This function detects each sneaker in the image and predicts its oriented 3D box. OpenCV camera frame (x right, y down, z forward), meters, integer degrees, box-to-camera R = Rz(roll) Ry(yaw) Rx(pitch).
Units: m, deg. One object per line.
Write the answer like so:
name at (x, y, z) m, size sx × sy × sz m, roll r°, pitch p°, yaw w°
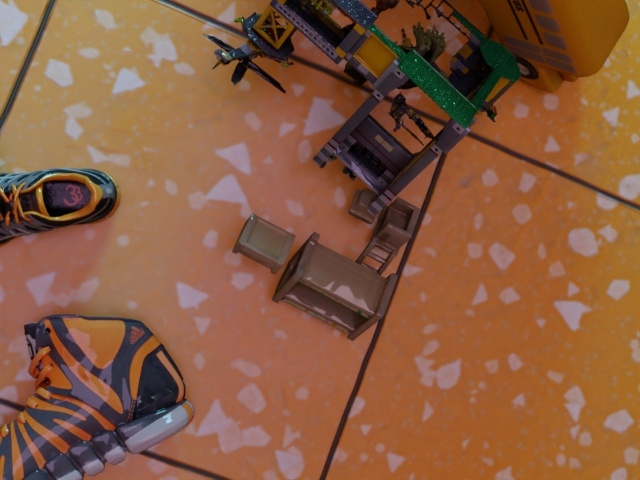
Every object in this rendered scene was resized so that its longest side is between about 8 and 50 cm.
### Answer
sneaker at (-0.331, -0.041, 1.038) m, size 0.214 × 0.083 × 0.084 m, roll -14°, pitch 93°, yaw -9°
sneaker at (-0.314, 0.188, 1.029) m, size 0.321 × 0.124 × 0.180 m, roll -26°, pitch 89°, yaw -21°

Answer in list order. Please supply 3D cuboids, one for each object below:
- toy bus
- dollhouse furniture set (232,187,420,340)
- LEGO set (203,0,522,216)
toy bus at (0.247, -0.285, 1.038) m, size 0.108 × 0.130 × 0.332 m, roll -58°, pitch 143°, yaw -8°
dollhouse furniture set at (0.000, 0.000, 1.112) m, size 0.181 × 0.101 × 0.161 m, roll 28°, pitch 59°, yaw -8°
LEGO set at (0.045, -0.190, 1.072) m, size 0.331 × 0.192 × 0.255 m, roll 37°, pitch 41°, yaw -11°
